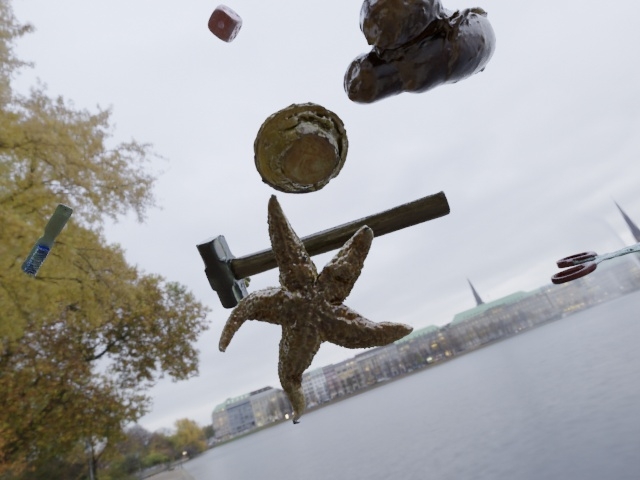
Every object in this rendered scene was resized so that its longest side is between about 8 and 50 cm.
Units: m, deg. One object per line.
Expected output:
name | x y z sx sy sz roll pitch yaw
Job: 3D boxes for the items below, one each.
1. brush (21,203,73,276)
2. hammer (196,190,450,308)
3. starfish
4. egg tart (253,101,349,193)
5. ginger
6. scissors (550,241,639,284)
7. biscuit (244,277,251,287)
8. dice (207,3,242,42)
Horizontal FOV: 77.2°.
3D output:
brush | -0.594 0.001 0.870 0.033 0.030 0.178 29 -80 -39
hammer | 0.000 0.000 0.579 0.366 0.111 0.043 -18 13 12
starfish | -0.009 0.081 0.487 0.236 0.276 0.062 -5 1 7
egg tart | -0.038 -0.202 0.948 0.241 0.106 0.240 -11 -52 -15
ginger | 0.224 -0.424 0.812 0.419 0.176 0.254 -21 -43 -32
scissors | 0.566 0.020 0.748 0.248 0.017 0.144 -28 -2 38
biscuit | -0.188 0.075 0.851 0.084 0.023 0.084 18 -19 7
dice | -0.340 -0.773 1.431 0.093 0.091 0.094 37 -60 -12
